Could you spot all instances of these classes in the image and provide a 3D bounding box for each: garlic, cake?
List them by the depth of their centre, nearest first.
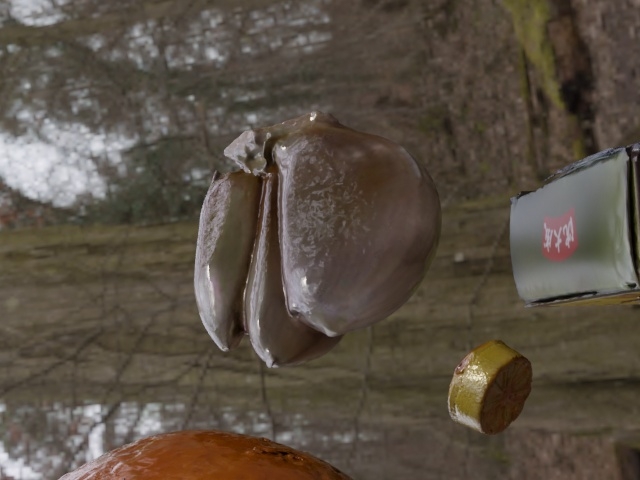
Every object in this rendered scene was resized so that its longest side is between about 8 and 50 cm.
[{"bbox_3d":[0.149,0.130,1.021,0.084,0.044,0.084,-22,-56,-37],"label":"cake"},{"bbox_3d":[-0.001,0.000,1.260,0.132,0.279,0.325,48,-153,-53],"label":"garlic"}]

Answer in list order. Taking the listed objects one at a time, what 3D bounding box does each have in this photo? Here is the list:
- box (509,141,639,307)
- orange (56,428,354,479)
[{"bbox_3d":[0.441,-0.010,1.155,0.373,0.420,0.138,147,122,-83],"label":"box"},{"bbox_3d":[-0.075,0.342,0.913,0.326,0.424,0.424,-39,-54,-29],"label":"orange"}]
